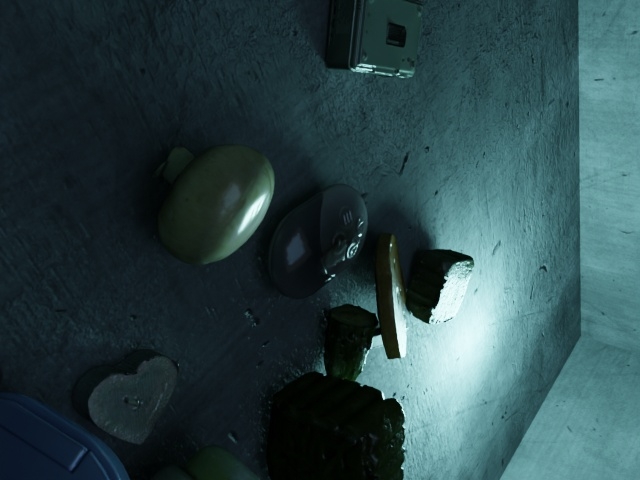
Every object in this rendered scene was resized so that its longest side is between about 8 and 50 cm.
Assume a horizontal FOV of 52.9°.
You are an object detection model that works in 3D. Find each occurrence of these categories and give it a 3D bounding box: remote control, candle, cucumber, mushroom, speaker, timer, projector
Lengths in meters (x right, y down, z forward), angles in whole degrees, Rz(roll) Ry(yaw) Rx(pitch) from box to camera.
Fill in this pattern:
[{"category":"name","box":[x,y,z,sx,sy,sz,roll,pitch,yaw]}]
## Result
[{"category":"remote control","box":[0.000,0.000,1.500,0.332,0.103,0.221,-35,126,-37]},{"category":"candle","box":[-0.354,0.297,1.192,0.192,0.068,0.168,-16,112,-46]},{"category":"cucumber","box":[0.063,0.295,1.683,0.134,0.134,0.244,-11,120,-49]},{"category":"mushroom","box":[-0.200,-0.082,1.158,0.246,0.202,0.246,-48,180,0]},{"category":"speaker","box":[0.188,0.281,1.886,0.191,0.046,0.040,-3,106,-51]},{"category":"timer","box":[-0.436,0.444,0.917,0.395,0.395,0.173,-56,177,-22]},{"category":"projector","box":[0.133,-0.480,1.495,0.257,0.099,0.192,-10,112,-49]}]

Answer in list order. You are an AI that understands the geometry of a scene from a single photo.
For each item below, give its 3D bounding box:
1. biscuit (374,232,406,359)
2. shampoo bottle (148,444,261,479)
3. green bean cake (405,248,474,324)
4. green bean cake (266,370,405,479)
[{"category":"biscuit","box":[0.190,0.145,1.757,0.287,0.057,0.343,-31,116,-75]},{"category":"shampoo bottle","box":[-0.231,0.591,1.246,0.317,0.322,0.322,-45,134,-26]},{"category":"green bean cake","box":[0.367,0.144,2.000,0.222,0.125,0.227,-3,107,-54]},{"category":"green bean cake","box":[0.033,0.510,1.539,0.218,0.335,0.319,-19,113,-48]}]
